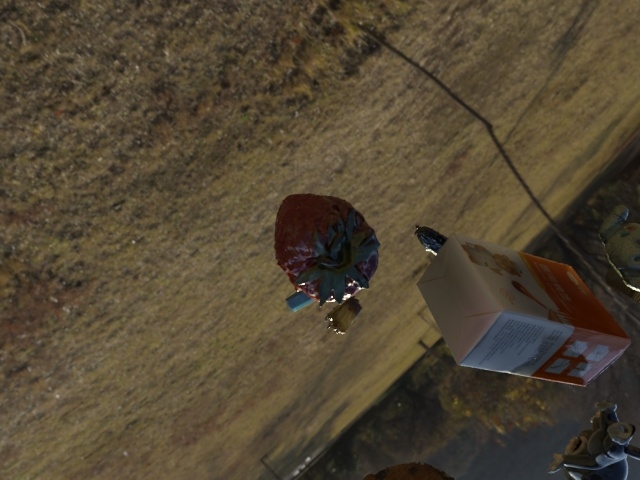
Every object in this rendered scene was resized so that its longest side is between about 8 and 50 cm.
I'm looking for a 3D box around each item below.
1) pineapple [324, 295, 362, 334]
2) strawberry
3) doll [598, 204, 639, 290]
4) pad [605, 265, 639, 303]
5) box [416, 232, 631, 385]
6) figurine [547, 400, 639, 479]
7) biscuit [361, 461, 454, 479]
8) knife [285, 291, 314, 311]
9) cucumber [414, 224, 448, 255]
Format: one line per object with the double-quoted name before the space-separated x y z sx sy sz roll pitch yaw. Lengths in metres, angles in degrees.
"pineapple" 0.065 0.201 1.775 0.116 0.069 0.137 -44 -174 16
"strawberry" -0.004 0.003 0.750 0.131 0.148 0.131 -10 106 -39
"doll" 0.635 0.024 1.279 0.103 0.214 0.071 -18 149 9
"pad" 0.691 0.121 1.410 0.323 0.055 0.250 -41 -157 1
"box" 0.388 0.136 1.212 0.341 0.225 0.143 13 124 -26
"figurine" 0.551 0.403 1.217 0.193 0.140 0.265 -48 167 -35
"biscuit" 0.203 0.661 1.515 0.296 0.296 0.075 -36 120 -21
"knife" -0.007 0.081 1.086 0.026 0.044 0.296 -37 180 -27
"cucumber" 0.266 0.016 1.361 0.181 0.053 0.053 29 108 -35
